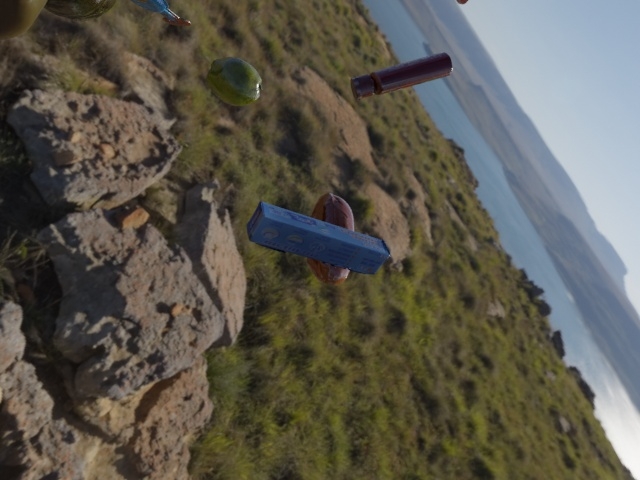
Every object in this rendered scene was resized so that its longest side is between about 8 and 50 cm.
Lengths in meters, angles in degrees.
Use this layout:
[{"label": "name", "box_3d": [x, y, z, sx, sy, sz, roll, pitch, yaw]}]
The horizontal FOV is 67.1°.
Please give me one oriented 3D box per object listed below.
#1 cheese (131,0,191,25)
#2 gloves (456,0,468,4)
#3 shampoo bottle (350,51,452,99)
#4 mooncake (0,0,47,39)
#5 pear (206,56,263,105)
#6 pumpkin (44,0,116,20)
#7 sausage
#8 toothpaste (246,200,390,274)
[{"label": "cheese", "box_3d": [-0.436, -0.626, 1.283, 0.256, 0.106, 0.037, -5, 107, -75]}, {"label": "gloves", "box_3d": [0.245, -0.465, 0.764, 0.242, 0.126, 0.145, 0, 72, -14]}, {"label": "shampoo bottle", "box_3d": [0.255, -0.523, 1.541, 0.118, 0.315, 0.076, -111, -175, -61]}, {"label": "mooncake", "box_3d": [-0.479, -0.368, 0.610, 0.235, 0.235, 0.116, 34, 53, -40]}, {"label": "pear", "box_3d": [-0.199, -0.371, 1.127, 0.132, 0.107, 0.107, 15, 38, -11]}, {"label": "pumpkin", "box_3d": [-0.461, -0.556, 0.921, 0.190, 0.260, 0.260, 8, 38, -4]}, {"label": "sausage", "box_3d": [0.030, -0.005, 1.293, 0.133, 0.133, 0.258, 27, 59, -47]}, {"label": "toothpaste", "box_3d": [0.000, 0.000, 0.901, 0.273, 0.066, 0.053, 17, 33, -27]}]
